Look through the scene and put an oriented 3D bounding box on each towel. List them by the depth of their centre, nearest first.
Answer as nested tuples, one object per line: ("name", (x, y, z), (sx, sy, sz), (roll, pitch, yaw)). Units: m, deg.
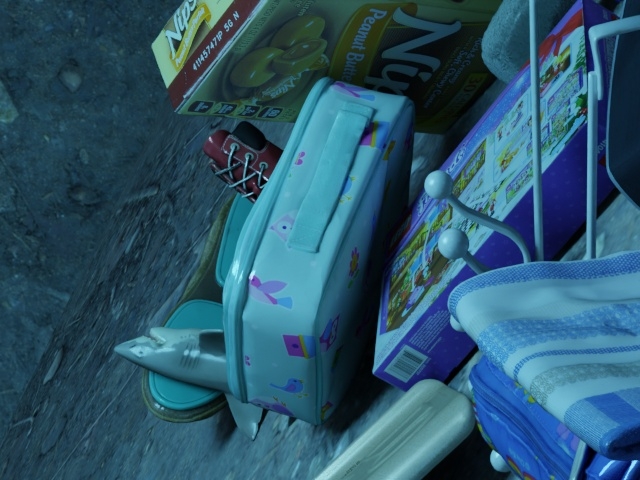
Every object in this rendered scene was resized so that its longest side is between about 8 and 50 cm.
("towel", (0.197, 0.047, 1.023), (0.285, 0.209, 0.034), (-132, 34, -74))

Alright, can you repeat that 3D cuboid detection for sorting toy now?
("sorting toy", (0.036, 0.183, 1.445), (0.193, 0.038, 0.208), (-43, 3, -2))

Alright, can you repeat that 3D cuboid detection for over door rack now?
("over door rack", (0.139, -0.033, 1.311), (0.239, 0.108, 0.324), (-99, 16, -66))

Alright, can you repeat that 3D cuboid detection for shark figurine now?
("shark figurine", (-0.063, 0.141, 1.928), (0.278, 0.166, 0.116), (1, 88, 52))

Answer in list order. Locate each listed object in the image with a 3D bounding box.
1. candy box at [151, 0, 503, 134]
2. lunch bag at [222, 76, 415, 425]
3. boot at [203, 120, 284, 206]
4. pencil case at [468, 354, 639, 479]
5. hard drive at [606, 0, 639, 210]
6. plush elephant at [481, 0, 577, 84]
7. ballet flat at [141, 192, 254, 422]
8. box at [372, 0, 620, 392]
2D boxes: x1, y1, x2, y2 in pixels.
("candy box", (0.029, -0.189, 1.776), (0.183, 0.316, 0.087), (-47, 53, 41))
("lunch bag", (0.000, 0.000, 1.726), (0.224, 0.108, 0.279), (85, -158, -54))
("boot", (-0.046, -0.032, 1.981), (0.088, 0.176, 0.244), (-53, 18, 21))
("pencil case", (0.168, 0.116, 1.081), (0.306, 0.133, 0.119), (-124, 52, -75))
("hard drive", (0.266, -0.160, 1.365), (0.172, 0.054, 0.254), (136, 151, -58))
("plush elephant", (0.182, -0.353, 1.690), (0.330, 0.272, 0.255), (-53, 8, 30))
("ballet flat", (-0.110, 0.090, 2.130), (0.124, 0.116, 0.342), (106, -179, -50))
("box", (0.148, -0.034, 1.570), (0.293, 0.057, 0.201), (-52, 17, 31))
